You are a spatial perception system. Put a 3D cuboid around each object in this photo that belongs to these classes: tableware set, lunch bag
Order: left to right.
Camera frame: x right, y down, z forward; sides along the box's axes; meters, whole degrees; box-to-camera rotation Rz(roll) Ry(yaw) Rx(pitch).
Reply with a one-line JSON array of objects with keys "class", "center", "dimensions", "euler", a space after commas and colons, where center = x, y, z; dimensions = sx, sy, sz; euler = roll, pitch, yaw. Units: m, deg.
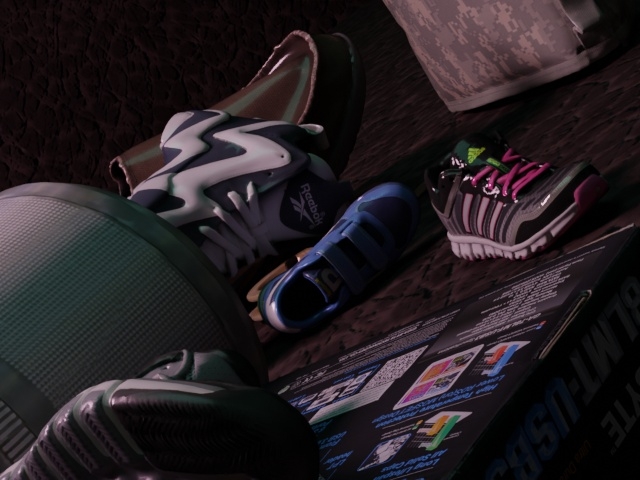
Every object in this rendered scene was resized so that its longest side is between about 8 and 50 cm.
[{"class": "tableware set", "center": [0.000, 0.000, 1.522], "dimensions": [0.128, 0.039, 0.194], "euler": [-27, 12, 41]}, {"class": "lunch bag", "center": [0.154, -0.253, 1.639], "dimensions": [0.169, 0.235, 0.287], "euler": [-34, 9, -11]}]

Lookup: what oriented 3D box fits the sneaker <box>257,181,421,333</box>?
[{"class": "sneaker", "center": [0.017, 0.017, 1.339], "dimensions": [0.144, 0.053, 0.059], "euler": [-44, 5, 3]}]

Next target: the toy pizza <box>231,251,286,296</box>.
[{"class": "toy pizza", "center": [-0.028, -0.028, 1.666], "dimensions": [0.201, 0.032, 0.201], "euler": [-59, 4, 7]}]

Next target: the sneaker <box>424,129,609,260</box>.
[{"class": "sneaker", "center": [0.114, -0.033, 1.164], "dimensions": [0.063, 0.074, 0.170], "euler": [-39, 10, -20]}]

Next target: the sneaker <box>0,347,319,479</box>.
[{"class": "sneaker", "center": [-0.055, 0.076, 0.758], "dimensions": [0.229, 0.086, 0.132], "euler": [-25, 12, 48]}]

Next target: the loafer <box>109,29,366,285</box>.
[{"class": "loafer", "center": [-0.105, -0.034, 1.536], "dimensions": [0.366, 0.130, 0.134], "euler": [-51, 31, 5]}]

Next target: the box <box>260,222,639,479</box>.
[{"class": "box", "center": [-0.014, 0.134, 0.783], "dimensions": [0.295, 0.073, 0.293], "euler": [-27, 14, 42]}]

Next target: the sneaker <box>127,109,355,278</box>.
[{"class": "sneaker", "center": [-0.056, -0.012, 1.380], "dimensions": [0.153, 0.094, 0.235], "euler": [-4, 36, 19]}]

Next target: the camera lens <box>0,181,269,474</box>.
[{"class": "camera lens", "center": [-0.173, 0.113, 1.002], "dimensions": [0.219, 0.219, 0.274], "euler": [-27, 12, 43]}]
